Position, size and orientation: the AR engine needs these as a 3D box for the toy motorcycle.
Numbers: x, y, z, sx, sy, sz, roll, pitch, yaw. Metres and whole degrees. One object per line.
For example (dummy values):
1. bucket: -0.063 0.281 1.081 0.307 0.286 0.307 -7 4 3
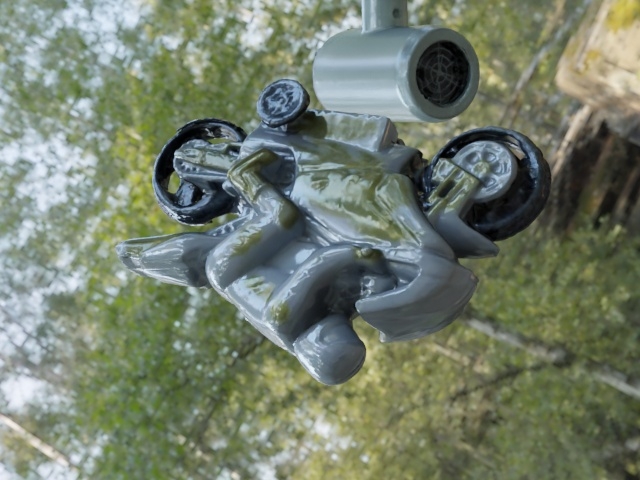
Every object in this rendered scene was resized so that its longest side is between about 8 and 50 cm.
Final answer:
1. toy motorcycle: 0.000 0.000 0.572 0.074 0.228 0.151 53 -135 -60

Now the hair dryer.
1. hair dryer: 0.055 -0.205 0.805 0.073 0.131 0.237 -4 -81 -29
